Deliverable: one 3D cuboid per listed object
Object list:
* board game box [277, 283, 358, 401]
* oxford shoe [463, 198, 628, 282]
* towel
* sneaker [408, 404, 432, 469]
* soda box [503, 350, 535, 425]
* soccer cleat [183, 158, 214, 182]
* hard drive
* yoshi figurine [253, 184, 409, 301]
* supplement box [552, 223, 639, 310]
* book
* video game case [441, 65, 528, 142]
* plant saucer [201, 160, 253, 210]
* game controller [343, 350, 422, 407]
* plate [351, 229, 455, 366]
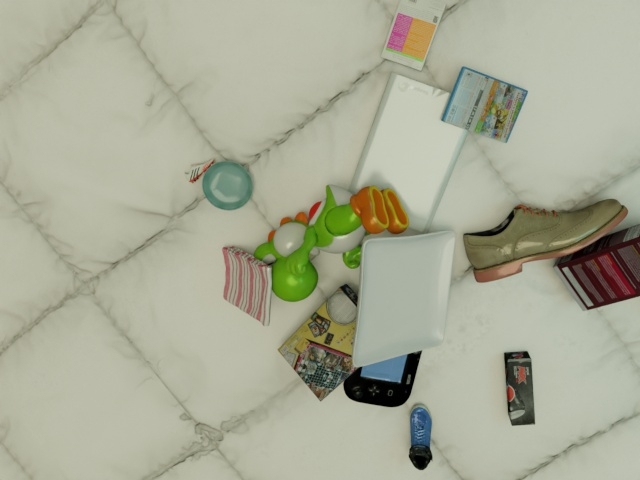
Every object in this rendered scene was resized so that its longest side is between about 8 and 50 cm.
[{"bbox_3d":[0.030,0.243,1.481,0.165,0.042,0.243,49,116,12],"label":"board game box"},{"bbox_3d":[0.481,-0.026,1.364,0.348,0.123,0.130,-24,94,11],"label":"oxford shoe"},{"bbox_3d":[-0.173,0.103,1.457,0.029,0.197,0.144,-10,110,-35],"label":"towel"},{"bbox_3d":[0.245,0.485,1.534,0.058,0.084,0.152,2,104,7],"label":"sneaker"},{"bbox_3d":[0.472,0.351,1.489,0.060,0.053,0.169,-6,102,8],"label":"soda box"},{"bbox_3d":[-0.284,-0.169,1.471,0.083,0.029,0.035,-38,101,19],"label":"soccer cleat"},{"bbox_3d":[0.199,-0.192,1.399,0.203,0.040,0.307,20,106,2],"label":"hard drive"},{"bbox_3d":[0.012,0.026,1.391,0.362,0.203,0.203,-25,118,30],"label":"yoshi figurine"},{"bbox_3d":[0.635,0.053,1.325,0.130,0.073,0.239,54,139,-7],"label":"supplement box"},{"bbox_3d":[0.197,-0.447,1.342,0.096,0.035,0.144,21,105,5],"label":"book"},{"bbox_3d":[0.350,-0.286,1.336,0.166,0.015,0.119,14,106,-21],"label":"video game case"},{"bbox_3d":[-0.216,-0.130,1.470,0.119,0.021,0.119,0,110,1],"label":"plant saucer"},{"bbox_3d":[0.160,0.248,1.497,0.166,0.067,0.319,13,105,4],"label":"game controller"},{"bbox_3d":[0.176,0.117,1.368,0.278,0.045,0.277,-6,106,-36],"label":"plate"}]
